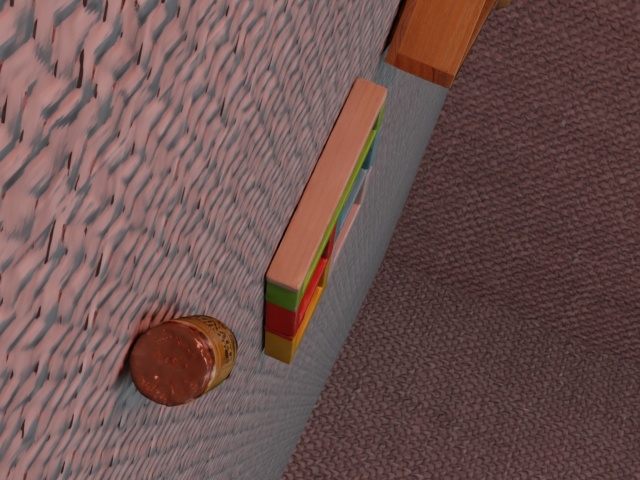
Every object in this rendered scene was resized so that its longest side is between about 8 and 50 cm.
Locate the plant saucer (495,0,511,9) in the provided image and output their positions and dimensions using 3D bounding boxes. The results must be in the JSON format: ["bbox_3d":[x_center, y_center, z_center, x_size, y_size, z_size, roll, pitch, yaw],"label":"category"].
[{"bbox_3d":[0.224,-0.302,1.398,0.083,0.015,0.083,23,90,-85],"label":"plant saucer"}]

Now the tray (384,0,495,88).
[{"bbox_3d":[0.167,-0.317,1.242,0.411,0.076,0.203,-60,171,-62],"label":"tray"}]

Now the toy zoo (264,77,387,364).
[{"bbox_3d":[0.000,0.000,1.101,0.293,0.030,0.192,98,15,-70],"label":"toy zoo"}]

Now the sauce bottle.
[{"bbox_3d":[-0.065,0.057,0.617,0.128,0.042,0.042,-10,122,-87],"label":"sauce bottle"}]
